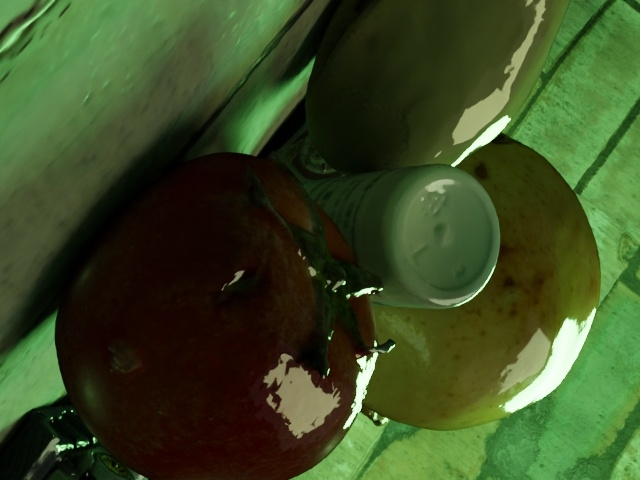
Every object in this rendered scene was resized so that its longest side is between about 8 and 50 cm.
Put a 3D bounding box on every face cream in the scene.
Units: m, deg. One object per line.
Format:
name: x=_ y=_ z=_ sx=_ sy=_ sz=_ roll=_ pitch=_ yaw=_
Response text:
face cream: x=0.000 y=0.000 z=0.650 sx=0.082 sy=0.082 sz=0.269 roll=-51 pitch=-157 yaw=-20

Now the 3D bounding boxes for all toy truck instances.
toy truck: x=-0.169 y=0.163 z=0.711 sx=0.083 sy=0.092 sz=0.192 roll=-53 pitch=170 yaw=0

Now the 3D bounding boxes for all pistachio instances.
pistachio: x=0.077 y=-0.128 z=0.628 sx=0.152 sy=0.126 sz=0.223 roll=20 pitch=114 yaw=-50

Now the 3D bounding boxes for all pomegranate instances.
pomegranate: x=0.127 y=0.050 z=1.202 sx=0.411 sy=0.411 sz=0.411 roll=-52 pitch=178 yaw=-2

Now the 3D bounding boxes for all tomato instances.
tomato: x=-0.050 y=0.044 z=0.499 sx=0.167 sy=0.167 sz=0.167 roll=-52 pitch=178 yaw=-2

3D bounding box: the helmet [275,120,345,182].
helmet: x=0.018 y=-0.056 z=0.819 sx=0.177 sy=0.107 sz=0.153 roll=-51 pitch=-179 yaw=-36
